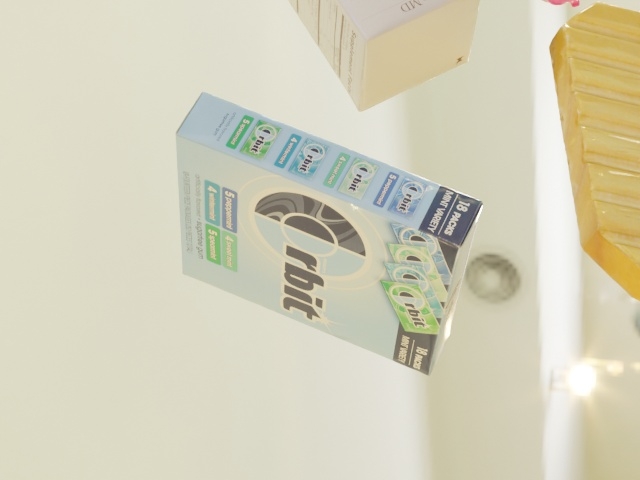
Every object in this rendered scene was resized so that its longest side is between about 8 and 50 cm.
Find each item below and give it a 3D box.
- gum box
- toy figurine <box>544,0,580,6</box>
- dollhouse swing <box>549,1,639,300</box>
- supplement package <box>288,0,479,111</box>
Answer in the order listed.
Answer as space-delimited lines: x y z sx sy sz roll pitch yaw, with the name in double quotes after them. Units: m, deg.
0.000 0.000 0.883 0.157 0.184 0.041 96 -161 -56 "gum box"
0.255 -0.337 1.554 0.173 0.159 0.130 -54 19 21 "toy figurine"
0.394 -0.111 1.037 0.305 0.315 0.347 22 -133 -25 "dollhouse swing"
0.035 -0.214 1.115 0.179 0.105 0.105 58 165 23 "supplement package"
